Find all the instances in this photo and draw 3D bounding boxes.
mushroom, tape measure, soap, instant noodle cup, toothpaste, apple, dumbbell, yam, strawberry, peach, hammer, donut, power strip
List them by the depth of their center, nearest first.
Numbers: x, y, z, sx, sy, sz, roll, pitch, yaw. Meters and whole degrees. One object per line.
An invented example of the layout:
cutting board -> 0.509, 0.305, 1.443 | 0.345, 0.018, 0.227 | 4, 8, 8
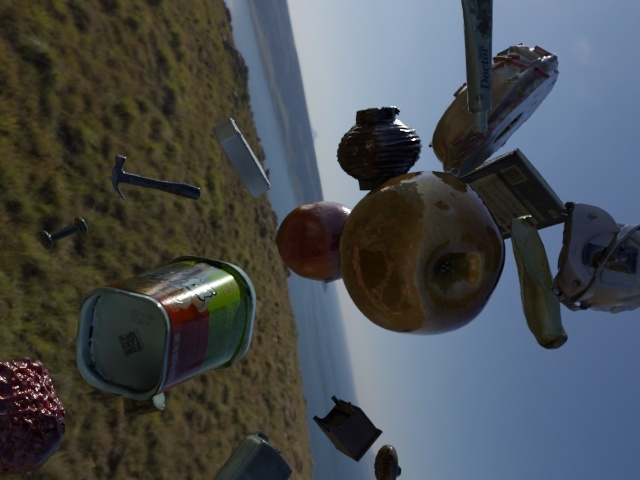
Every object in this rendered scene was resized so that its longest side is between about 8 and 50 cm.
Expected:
power strip -> -0.137, 0.369, 0.575 | 0.272, 0.052, 0.078 | -48, 113, -34
toothpaste -> 0.274, -0.315, 0.800 | 0.037, 0.067, 0.255 | -168, -106, -70
strawberry -> -0.598, 0.361, 0.904 | 0.234, 0.178, 0.234 | -56, 166, -22
tape measure -> 0.592, 0.048, 0.952 | 0.120, 0.197, 0.236 | 60, 47, -60
instant noodle cup -> -0.323, 0.180, 0.979 | 0.308, 0.294, 0.294 | -12, 92, -73
apple -> 0.234, 0.034, 1.076 | 0.346, 0.391, 0.391 | -118, -163, -73
mushroom -> 0.532, 0.107, 1.133 | 0.107, 0.087, 0.333 | -59, 135, -79
yam -> -0.453, 0.405, 1.160 | 0.070, 0.146, 0.069 | 44, 37, -47
soap -> -0.201, -0.213, 1.187 | 0.183, 0.064, 0.121 | 61, -1, -37
donut -> 0.435, -0.332, 1.188 | 0.142, 0.382, 0.382 | 47, -7, 14
dumbbell -> -0.688, -0.020, 1.233 | 0.046, 0.118, 0.052 | -24, -84, 49
mushroom -> 0.211, 0.719, 1.467 | 0.109, 0.085, 0.126 | 64, 26, -48
hammer -> -0.542, -0.180, 1.535 | 0.037, 0.290, 0.137 | 43, -63, 60
peach -> -0.001, 0.000, 1.841 | 0.290, 0.373, 0.372 | 31, 43, -52

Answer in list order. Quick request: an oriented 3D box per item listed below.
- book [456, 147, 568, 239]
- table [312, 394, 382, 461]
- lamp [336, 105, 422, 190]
book -> 0.535, -0.108, 1.504 | 0.300, 0.428, 0.039 | 42, 56, -19
table -> 0.047, 0.336, 0.838 | 0.082, 0.070, 0.083 | 53, -24, -11
lamp -> 0.161, -0.256, 1.280 | 0.247, 0.247, 0.247 | -10, 90, -89
